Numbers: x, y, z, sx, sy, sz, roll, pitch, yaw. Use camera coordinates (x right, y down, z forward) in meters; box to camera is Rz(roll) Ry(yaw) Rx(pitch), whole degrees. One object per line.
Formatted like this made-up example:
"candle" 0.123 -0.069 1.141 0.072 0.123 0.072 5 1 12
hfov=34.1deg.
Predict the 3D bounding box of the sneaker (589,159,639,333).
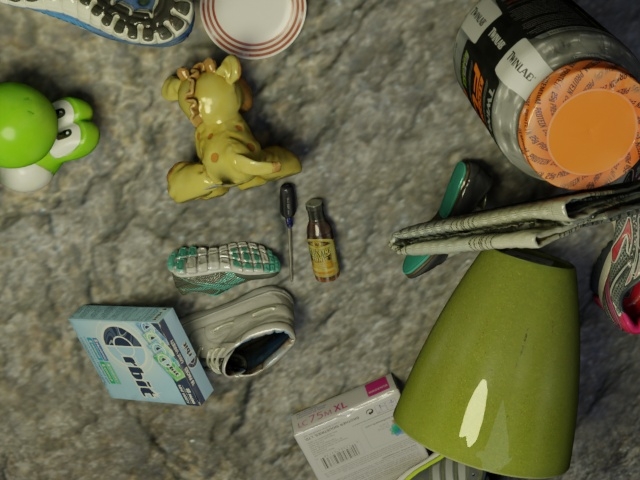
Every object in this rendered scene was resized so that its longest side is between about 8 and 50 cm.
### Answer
"sneaker" 0.494 -0.001 1.566 0.121 0.112 0.299 -1 117 -6

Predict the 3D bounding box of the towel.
"towel" 0.305 -0.030 1.370 0.312 0.324 0.056 -12 90 -35

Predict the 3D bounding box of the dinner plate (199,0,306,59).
"dinner plate" -0.090 -0.311 1.387 0.141 0.017 0.141 -3 118 -6

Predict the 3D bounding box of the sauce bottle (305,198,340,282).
"sauce bottle" 0.000 0.000 1.548 0.042 0.042 0.128 -13 118 0

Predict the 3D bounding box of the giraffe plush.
"giraffe plush" -0.136 -0.152 1.397 0.181 0.210 0.170 -15 90 5

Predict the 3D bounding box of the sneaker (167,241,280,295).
"sneaker" -0.143 0.048 1.556 0.167 0.065 0.076 0 134 -3

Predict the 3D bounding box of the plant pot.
"plant pot" 0.278 0.162 1.563 0.275 0.275 0.293 12 101 -13

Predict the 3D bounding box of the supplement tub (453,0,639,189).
"supplement tub" 0.290 -0.197 1.322 0.194 0.316 0.193 -3 117 -5

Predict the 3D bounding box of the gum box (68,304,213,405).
"gum box" -0.267 0.170 1.552 0.184 0.041 0.157 -1 123 35

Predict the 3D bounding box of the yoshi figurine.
"yoshi figurine" -0.475 -0.108 1.354 0.362 0.203 0.203 -23 111 2

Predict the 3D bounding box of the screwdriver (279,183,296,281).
"screwdriver" -0.043 -0.010 1.554 0.025 0.024 0.170 -26 129 -26

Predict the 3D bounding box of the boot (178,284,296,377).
"boot" -0.155 0.164 1.569 0.258 0.123 0.095 -29 117 9

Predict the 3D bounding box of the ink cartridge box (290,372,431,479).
"ink cartridge box" 0.094 0.384 1.750 0.186 0.065 0.311 -24 116 3

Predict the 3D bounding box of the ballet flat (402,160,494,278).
"ballet flat" 0.196 -0.021 1.545 0.074 0.074 0.203 21 111 -17

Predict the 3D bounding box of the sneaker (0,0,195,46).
"sneaker" -0.307 -0.315 1.293 0.330 0.147 0.129 25 87 4

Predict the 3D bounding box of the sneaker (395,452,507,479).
"sneaker" 0.214 0.401 1.680 0.300 0.121 0.111 -46 121 -11
